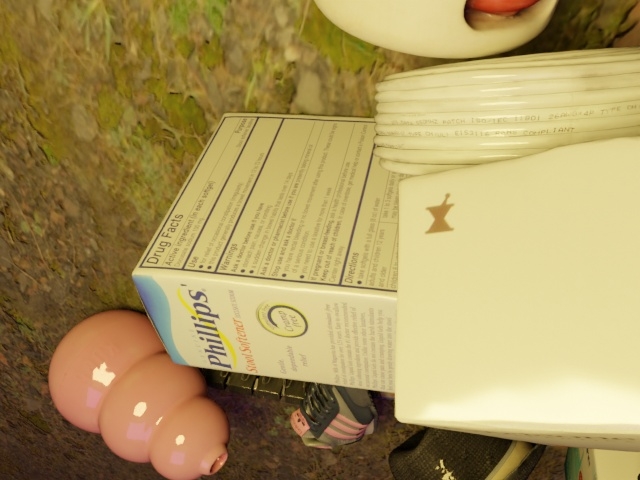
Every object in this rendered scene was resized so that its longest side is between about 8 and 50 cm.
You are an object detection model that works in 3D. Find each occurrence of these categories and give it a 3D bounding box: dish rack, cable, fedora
[{"bbox_3d":[-0.107,0.164,0.964,0.208,0.074,0.271,8,133,7],"label":"dish rack"},{"bbox_3d":[0.170,-0.106,0.486,0.257,0.257,0.089,-2,104,10],"label":"cable"},{"bbox_3d":[0.213,0.354,0.951,0.152,0.334,0.334,46,138,18],"label":"fedora"}]

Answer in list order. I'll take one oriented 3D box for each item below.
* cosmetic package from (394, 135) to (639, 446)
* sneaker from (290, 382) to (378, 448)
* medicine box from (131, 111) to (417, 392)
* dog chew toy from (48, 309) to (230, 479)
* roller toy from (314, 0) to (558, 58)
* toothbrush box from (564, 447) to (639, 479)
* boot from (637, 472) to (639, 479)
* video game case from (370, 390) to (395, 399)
[{"bbox_3d":[0.255,0.087,0.485,0.230,0.161,0.453,-7,158,31],"label":"cosmetic package"},{"bbox_3d":[0.014,0.263,0.927,0.131,0.112,0.319,-21,146,-7],"label":"sneaker"},{"bbox_3d":[0.000,0.000,0.629,0.289,0.263,0.149,5,135,13],"label":"medicine box"},{"bbox_3d":[-0.279,0.254,0.950,0.332,0.206,0.206,31,142,27],"label":"dog chew toy"},{"bbox_3d":[0.092,-0.235,0.423,0.209,0.191,0.146,12,135,6],"label":"roller toy"},{"bbox_3d":[0.458,0.379,0.901,0.126,0.216,0.295,2,135,15],"label":"toothbrush box"},{"bbox_3d":[0.513,0.230,0.742,0.246,0.207,0.094,5,145,7],"label":"boot"},{"bbox_3d":[0.171,0.140,0.860,0.244,0.061,0.269,-1,133,17],"label":"video game case"}]
